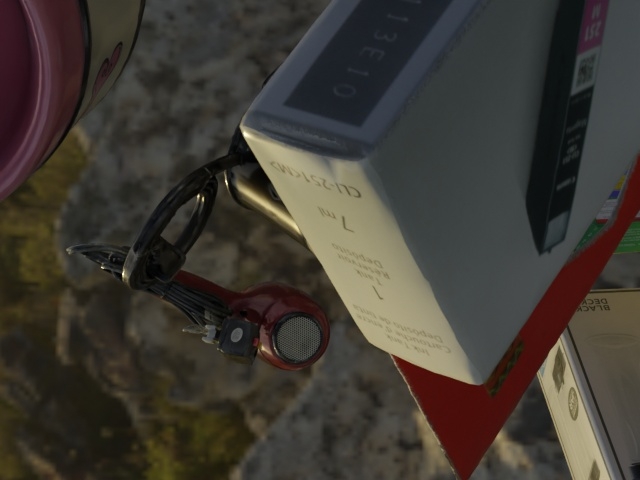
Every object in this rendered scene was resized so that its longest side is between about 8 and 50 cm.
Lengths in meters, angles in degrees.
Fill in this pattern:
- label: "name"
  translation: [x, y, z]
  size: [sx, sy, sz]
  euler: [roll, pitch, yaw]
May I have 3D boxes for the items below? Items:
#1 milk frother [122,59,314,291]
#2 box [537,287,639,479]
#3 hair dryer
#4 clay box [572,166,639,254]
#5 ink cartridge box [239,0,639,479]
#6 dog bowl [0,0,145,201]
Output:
- label: "milk frother"
  translation: [0.000, 0.000, 0.777]
  size: [0.135, 0.129, 0.143]
  euler: [37, 93, 32]
- label: "box"
  translation: [0.292, 0.169, 1.356]
  size: [0.290, 0.169, 0.087]
  euler: [-105, 17, -46]
- label: "hair dryer"
  translation: [-0.092, 0.049, 1.583]
  size: [0.224, 0.293, 0.080]
  euler: [32, 92, 22]
- label: "clay box"
  translation: [0.265, -0.056, 1.340]
  size: [0.222, 0.128, 0.053]
  euler: [-70, -27, -65]
- label: "ink cartridge box"
  translation: [0.108, -0.062, 0.617]
  size: [0.060, 0.239, 0.275]
  euler: [19, 64, 37]
- label: "dog bowl"
  translation: [-0.333, -0.170, 1.142]
  size: [0.408, 0.408, 0.150]
  euler: [-53, 19, 35]
